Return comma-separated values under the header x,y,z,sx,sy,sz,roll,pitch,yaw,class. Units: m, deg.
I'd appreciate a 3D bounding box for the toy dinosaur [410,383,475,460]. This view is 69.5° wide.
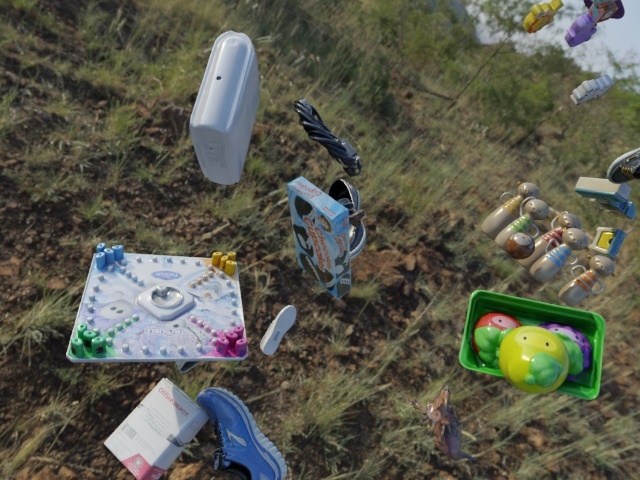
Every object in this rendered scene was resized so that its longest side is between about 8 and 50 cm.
x,y,z,sx,sy,sz,roll,pitch,yaw,class
0.386,0.588,1.424,0.295,0.127,0.200,64,2,0,toy dinosaur

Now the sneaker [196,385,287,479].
x,y,z,sx,sy,sz,roll,pitch,yaw,class
-0.241,0.541,1.249,0.147,0.129,0.330,-29,62,-37,sneaker

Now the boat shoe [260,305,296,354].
x,y,z,sx,sy,sz,roll,pitch,yaw,class
-0.148,0.301,1.579,0.066,0.184,0.063,28,-6,-31,boat shoe

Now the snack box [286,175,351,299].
x,y,z,sx,sy,sz,roll,pitch,yaw,class
0.000,0.000,1.263,0.060,0.321,0.187,-33,52,-24,snack box

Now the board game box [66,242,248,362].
x,y,z,sx,sy,sz,roll,pitch,yaw,class
-0.394,0.143,1.179,0.390,0.050,0.390,5,33,-19,board game box

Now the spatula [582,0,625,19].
x,y,z,sx,sy,sz,roll,pitch,yaw,class
0.589,-0.564,1.054,0.084,0.030,0.296,38,26,-30,spatula

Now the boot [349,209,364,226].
x,y,z,sx,sy,sz,roll,pitch,yaw,class
0.075,-0.053,1.452,0.114,0.106,0.037,-24,72,-19,boot

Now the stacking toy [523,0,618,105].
x,y,z,sx,sy,sz,roll,pitch,yaw,class
0.370,-0.312,0.620,0.052,0.221,0.166,-20,73,-7,stacking toy

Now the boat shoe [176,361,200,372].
x,y,z,sx,sy,sz,roll,pitch,yaw,class
-0.371,0.344,1.488,0.096,0.268,0.088,32,32,-53,boat shoe

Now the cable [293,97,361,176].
x,y,z,sx,sy,sz,roll,pitch,yaw,class
0.001,-0.195,0.852,0.184,0.047,0.151,54,18,21,cable

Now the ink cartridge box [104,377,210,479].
x,y,z,sx,sy,sz,roll,pitch,yaw,class
-0.436,0.510,1.246,0.159,0.092,0.218,29,66,26,ink cartridge box

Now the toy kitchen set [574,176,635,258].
x,y,z,sx,sy,sz,roll,pitch,yaw,class
0.803,-0.057,1.290,0.207,0.166,0.122,23,1,-28,toy kitchen set

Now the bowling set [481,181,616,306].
x,y,z,sx,sy,sz,roll,pitch,yaw,class
0.468,-0.004,0.943,0.287,0.154,0.200,46,14,22,bowling set

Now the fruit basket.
x,y,z,sx,sy,sz,roll,pitch,yaw,class
0.589,0.296,1.292,0.392,0.392,0.282,26,70,-24,fruit basket

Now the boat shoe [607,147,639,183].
x,y,z,sx,sy,sz,roll,pitch,yaw,class
0.746,-0.170,1.094,0.065,0.183,0.083,36,66,6,boat shoe

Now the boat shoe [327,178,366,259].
x,y,z,sx,sy,sz,roll,pitch,yaw,class
0.098,-0.100,2.090,0.156,0.187,0.499,49,29,-34,boat shoe

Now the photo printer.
x,y,z,sx,sy,sz,roll,pitch,yaw,class
-0.223,-0.329,1.139,0.107,0.256,0.307,9,67,-1,photo printer
